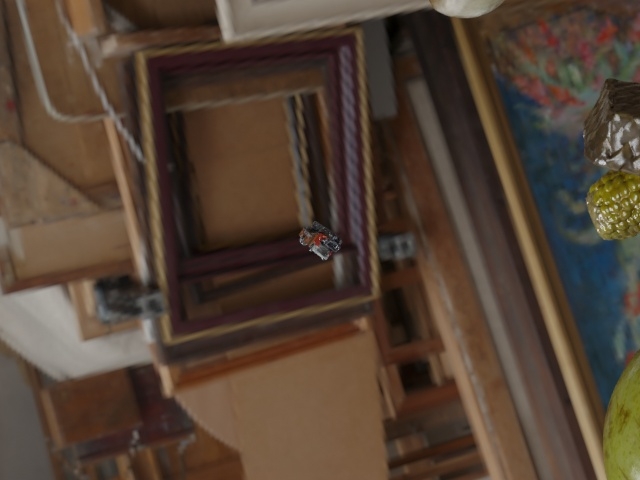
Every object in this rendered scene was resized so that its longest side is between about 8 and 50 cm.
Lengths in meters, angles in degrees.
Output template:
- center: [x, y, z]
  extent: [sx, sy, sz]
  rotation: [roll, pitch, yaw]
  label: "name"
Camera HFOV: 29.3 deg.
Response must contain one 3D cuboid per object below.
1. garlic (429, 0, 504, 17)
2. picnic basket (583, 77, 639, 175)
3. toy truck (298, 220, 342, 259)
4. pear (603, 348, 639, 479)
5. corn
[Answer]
- center: [0.169, -0.337, 1.256]
  extent: [0.110, 0.217, 0.228]
  rotation: [7, -171, -7]
  label: "garlic"
- center: [0.308, -0.085, 0.970]
  extent: [0.193, 0.055, 0.110]
  rotation: [7, -152, 8]
  label: "picnic basket"
- center: [0.000, 0.000, 1.270]
  extent: [0.032, 0.024, 0.083]
  rotation: [-51, -163, 1]
  label: "toy truck"
- center: [0.381, 0.181, 1.042]
  extent: [0.283, 0.283, 0.283]
  rotation: [-17, 171, -3]
  label: "pear"
- center: [0.399, -0.078, 1.273]
  extent: [0.261, 0.097, 0.097]
  rotation: [-28, 167, 27]
  label: "corn"
